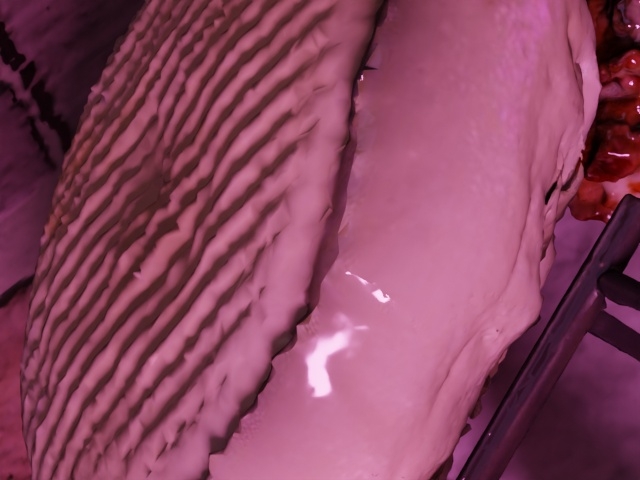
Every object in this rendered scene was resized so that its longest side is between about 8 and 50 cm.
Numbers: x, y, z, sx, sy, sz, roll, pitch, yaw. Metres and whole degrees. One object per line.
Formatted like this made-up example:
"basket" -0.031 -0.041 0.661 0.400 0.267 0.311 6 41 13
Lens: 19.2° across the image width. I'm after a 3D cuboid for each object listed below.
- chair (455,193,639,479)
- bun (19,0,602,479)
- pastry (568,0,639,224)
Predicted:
"chair" 0.106 0.141 0.575 0.260 0.141 0.154 -60 33 -1
"bun" 0.000 0.000 0.682 0.287 0.146 0.287 -42 36 41
"pastry" 0.139 -0.105 0.700 0.097 0.115 0.208 2 69 14
